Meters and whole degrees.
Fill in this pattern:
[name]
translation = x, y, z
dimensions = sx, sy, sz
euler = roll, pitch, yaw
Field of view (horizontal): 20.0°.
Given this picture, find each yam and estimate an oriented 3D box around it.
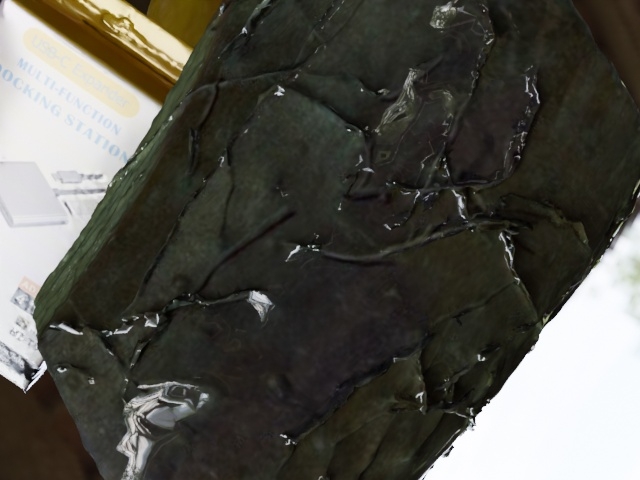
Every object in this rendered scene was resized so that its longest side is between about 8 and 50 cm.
[yam]
translation = 0.004, 0.004, 0.779
dimensions = 0.271, 0.201, 0.202
euler = -45, -28, -4

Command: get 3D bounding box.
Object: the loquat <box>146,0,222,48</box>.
[loquat]
translation = 0.013, -0.126, 1.495
dimensions = 0.328, 0.328, 0.359
euler = -61, -13, -2

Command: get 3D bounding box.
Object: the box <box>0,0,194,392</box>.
[box]
translation = -0.168, -0.036, 1.047
dimensions = 0.247, 0.129, 0.033
euler = -56, -1, 30
